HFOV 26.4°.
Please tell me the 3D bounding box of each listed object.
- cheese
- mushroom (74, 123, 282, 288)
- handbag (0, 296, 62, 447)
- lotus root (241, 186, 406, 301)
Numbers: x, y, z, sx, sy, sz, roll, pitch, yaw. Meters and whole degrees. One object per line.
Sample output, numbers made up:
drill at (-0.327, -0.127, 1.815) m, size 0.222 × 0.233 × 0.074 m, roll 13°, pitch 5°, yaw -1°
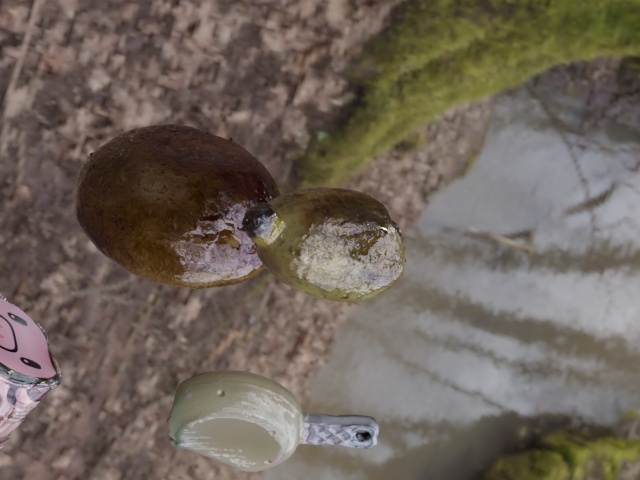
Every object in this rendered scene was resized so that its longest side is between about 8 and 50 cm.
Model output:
cheese at (-0.042, 0.156, 1.127) m, size 0.047 × 0.171 × 0.092 m, roll -86°, pitch -160°, yaw -44°
mushroom at (-0.214, -0.059, 2.092) m, size 0.345 × 0.345 × 0.239 m, roll 2°, pitch 96°, yaw -55°
handbag at (-0.430, 0.160, 1.733) m, size 0.179 × 0.205 × 0.116 m, roll 33°, pitch 102°, yaw -35°
lotus root at (0.000, 0.000, 1.504) m, size 0.214 × 0.138 × 0.138 m, roll 14°, pitch 96°, yaw -33°
